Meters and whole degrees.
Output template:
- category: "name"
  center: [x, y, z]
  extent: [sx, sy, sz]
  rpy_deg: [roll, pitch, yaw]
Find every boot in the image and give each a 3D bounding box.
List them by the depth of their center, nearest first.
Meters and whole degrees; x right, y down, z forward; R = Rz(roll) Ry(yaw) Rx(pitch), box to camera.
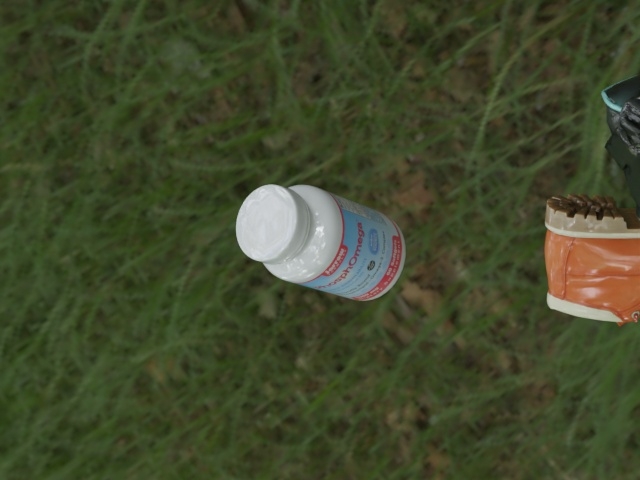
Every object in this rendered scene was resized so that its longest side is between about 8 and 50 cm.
- category: "boot"
  center: [0.228, 0.018, 0.904]
  extent: [0.158, 0.059, 0.085]
  rpy_deg: [5, 109, 8]

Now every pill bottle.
- category: "pill bottle"
  center: [0.000, 0.000, 1.190]
  extent: [0.087, 0.160, 0.087]
  rpy_deg: [-9, 74, 35]

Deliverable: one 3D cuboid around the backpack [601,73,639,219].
- category: "backpack"
  center: [0.257, -0.049, 0.641]
  extent: [0.144, 0.188, 0.166]
  rpy_deg: [59, 172, -23]
